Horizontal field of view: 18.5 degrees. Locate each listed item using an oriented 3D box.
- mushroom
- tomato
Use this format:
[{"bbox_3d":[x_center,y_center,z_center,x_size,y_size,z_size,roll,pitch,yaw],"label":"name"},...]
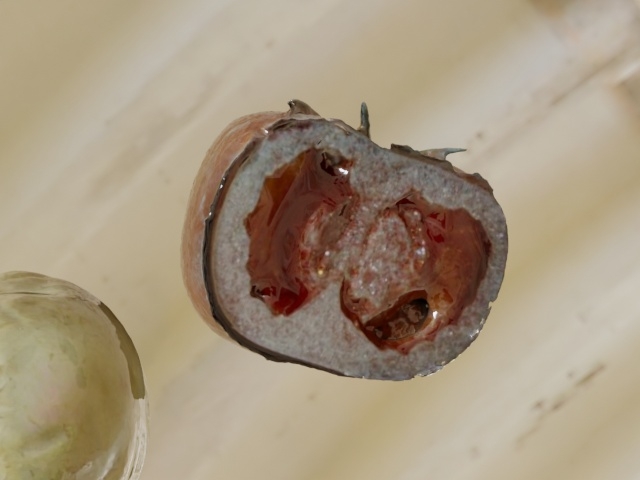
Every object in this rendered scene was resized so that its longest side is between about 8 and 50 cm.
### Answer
[{"bbox_3d":[-0.145,0.085,1.000,0.148,0.112,0.148,-6,-90,-74],"label":"mushroom"},{"bbox_3d":[0.000,0.000,1.348,0.214,0.181,0.155,24,176,-21],"label":"tomato"}]
